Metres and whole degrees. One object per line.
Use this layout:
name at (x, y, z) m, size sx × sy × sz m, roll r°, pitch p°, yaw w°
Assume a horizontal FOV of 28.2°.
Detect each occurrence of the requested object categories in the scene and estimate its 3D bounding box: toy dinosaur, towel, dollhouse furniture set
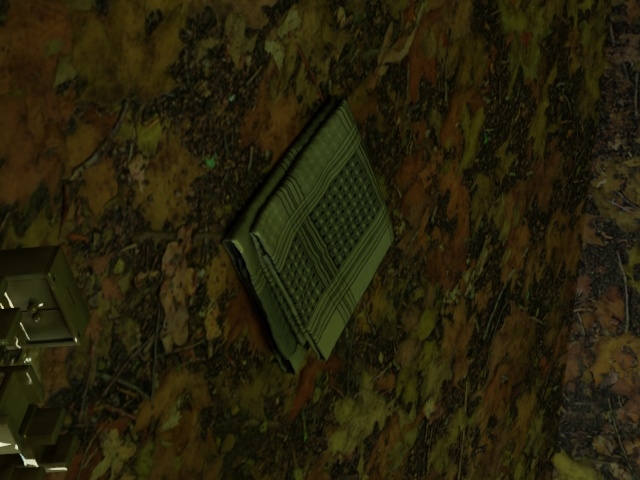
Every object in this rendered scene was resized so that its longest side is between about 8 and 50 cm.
toy dinosaur at (-0.324, 0.115, 1.401) m, size 0.092 × 0.053 × 0.183 m, roll -29°, pitch 125°, yaw -52°
towel at (0.000, 0.000, 1.876) m, size 0.324 × 0.056 × 0.312 m, roll -55°, pitch 143°, yaw -30°
dollhouse furniture set at (-0.335, 0.124, 1.200) m, size 0.242 × 0.161 × 0.212 m, roll -79°, pitch 160°, yaw -50°
